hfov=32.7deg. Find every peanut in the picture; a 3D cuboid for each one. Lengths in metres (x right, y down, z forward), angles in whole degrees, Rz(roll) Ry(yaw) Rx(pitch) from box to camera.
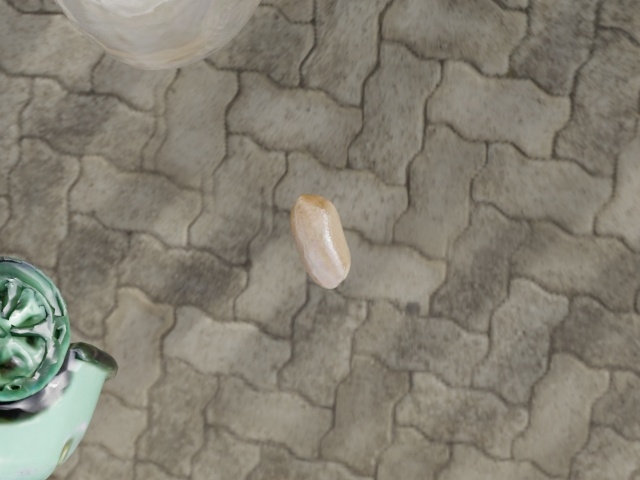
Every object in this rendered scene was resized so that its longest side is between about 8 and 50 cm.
[{"bbox_3d":[0.000,0.000,1.641,0.076,0.076,0.152,-20,77,11],"label":"peanut"}]

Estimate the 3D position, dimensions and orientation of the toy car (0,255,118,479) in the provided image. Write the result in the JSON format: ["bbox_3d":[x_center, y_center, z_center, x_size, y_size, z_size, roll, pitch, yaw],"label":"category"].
[{"bbox_3d":[-0.220,0.047,0.361,0.136,0.306,0.125,-13,65,44],"label":"toy car"}]

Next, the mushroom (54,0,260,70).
[{"bbox_3d":[-0.181,-0.274,0.874,0.290,0.297,0.298,-13,106,14],"label":"mushroom"}]
